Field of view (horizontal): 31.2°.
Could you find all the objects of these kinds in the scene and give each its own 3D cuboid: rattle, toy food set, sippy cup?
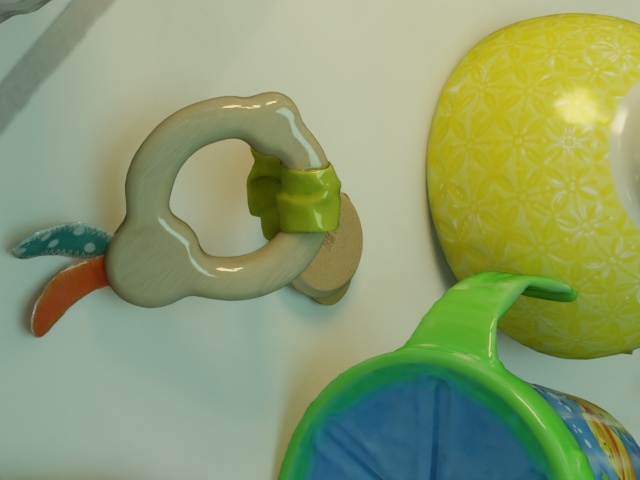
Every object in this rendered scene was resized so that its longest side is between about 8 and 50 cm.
[{"bbox_3d":[-0.094,-0.022,0.723,0.200,0.143,0.130,-32,125,2],"label":"rattle"},{"bbox_3d":[0.000,0.000,0.812,0.083,0.020,0.082,28,72,-39],"label":"toy food set"},{"bbox_3d":[0.125,0.193,0.811,0.224,0.240,0.305,8,125,-53],"label":"sippy cup"}]

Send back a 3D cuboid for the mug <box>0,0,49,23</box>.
[{"bbox_3d":[-0.127,-0.240,0.481,0.374,0.328,0.276,-29,110,-38],"label":"mug"}]

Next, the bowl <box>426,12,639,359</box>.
[{"bbox_3d":[0.243,-0.053,0.893,0.289,0.156,0.289,3,82,-26],"label":"bowl"}]

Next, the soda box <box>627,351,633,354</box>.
[{"bbox_3d":[0.263,0.007,1.025,0.058,0.061,0.181,33,70,-37],"label":"soda box"}]
